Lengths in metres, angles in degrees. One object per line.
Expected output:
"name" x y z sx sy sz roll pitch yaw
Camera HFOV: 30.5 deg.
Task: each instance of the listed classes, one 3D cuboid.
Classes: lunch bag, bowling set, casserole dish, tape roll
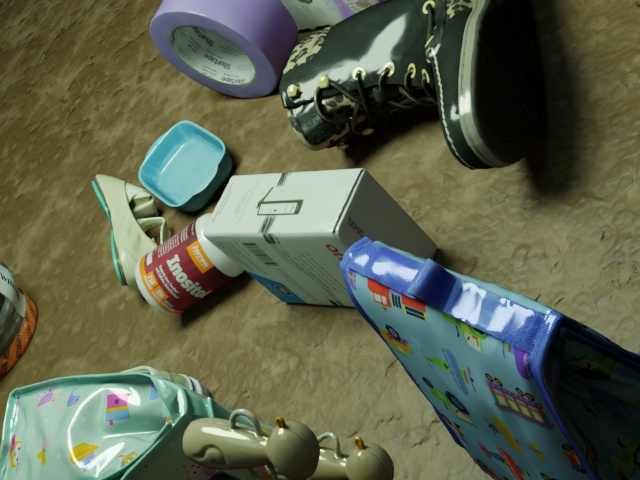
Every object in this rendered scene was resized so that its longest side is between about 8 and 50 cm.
"lunch bag" -0.157 0.224 1.157 0.262 0.223 0.160 -17 53 33
"bowling set" 0.021 0.236 1.015 0.154 0.287 0.200 -2 23 37
"lunch bag" 0.149 0.103 0.894 0.138 0.293 0.221 -55 38 -7
"casserole dish" -0.183 -0.099 1.620 0.114 0.037 0.188 -52 36 -3
"tape roll" -0.130 -0.281 1.599 0.189 0.189 0.080 1 60 46

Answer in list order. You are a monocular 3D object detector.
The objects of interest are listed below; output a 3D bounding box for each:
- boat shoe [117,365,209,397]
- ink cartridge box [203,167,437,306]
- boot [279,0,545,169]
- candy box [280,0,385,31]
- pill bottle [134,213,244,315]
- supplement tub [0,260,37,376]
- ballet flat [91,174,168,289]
"boat shoe" -0.267 0.212 1.385 0.302 0.094 0.109 -26 43 28
"ink cartridge box" 0.000 0.000 1.256 0.203 0.148 0.086 0 57 44
"boot" 0.094 -0.176 1.322 0.284 0.138 0.377 -24 40 28
"candy box" -0.004 -0.364 1.564 0.196 0.165 0.070 1 59 45
"pill bottle" -0.145 0.022 1.435 0.152 0.086 0.086 -34 39 20
"supplement tub" -0.560 0.065 1.625 0.193 0.316 0.194 -26 43 28
"ballet flat" -0.251 -0.022 1.600 0.086 0.086 0.248 -41 39 11
